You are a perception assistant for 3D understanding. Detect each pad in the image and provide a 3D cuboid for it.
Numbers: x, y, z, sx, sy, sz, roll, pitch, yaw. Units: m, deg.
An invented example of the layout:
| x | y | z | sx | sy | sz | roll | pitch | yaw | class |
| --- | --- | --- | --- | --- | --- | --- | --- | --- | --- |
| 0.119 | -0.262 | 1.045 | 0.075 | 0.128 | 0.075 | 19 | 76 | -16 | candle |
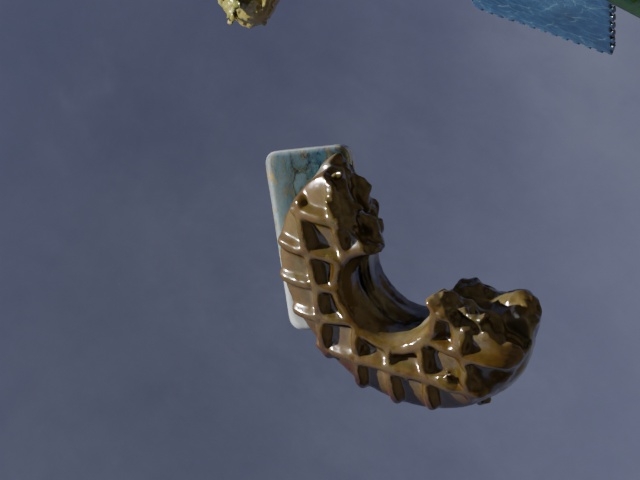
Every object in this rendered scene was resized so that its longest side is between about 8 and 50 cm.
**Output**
| x | y | z | sx | sy | sz | roll | pitch | yaw | class |
| --- | --- | --- | --- | --- | --- | --- | --- | --- | --- |
| 0.323 | -0.394 | 1.070 | 0.269 | 0.269 | 0.012 | 31 | -94 | 29 | pad |

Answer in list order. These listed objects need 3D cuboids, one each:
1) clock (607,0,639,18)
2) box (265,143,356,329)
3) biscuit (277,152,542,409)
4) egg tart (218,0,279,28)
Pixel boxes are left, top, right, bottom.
| x | y | z | sx | sy | sz | roll | pitch | yaw | class |
| --- | --- | --- | --- | --- | --- | --- | --- | --- | --- |
| 0.194 | -0.217 | 0.276 | 0.219 | 0.255 | 0.106 | 9 | -114 | -35 | clock |
| 0.000 | 0.000 | 1.072 | 0.044 | 0.142 | 0.285 | -29 | -67 | -59 | box |
| 0.093 | 0.080 | 0.931 | 0.366 | 0.268 | 0.115 | 43 | -134 | 13 | biscuit |
| -0.063 | -0.396 | 0.838 | 0.118 | 0.288 | 0.288 | -5 | -92 | -20 | egg tart |
